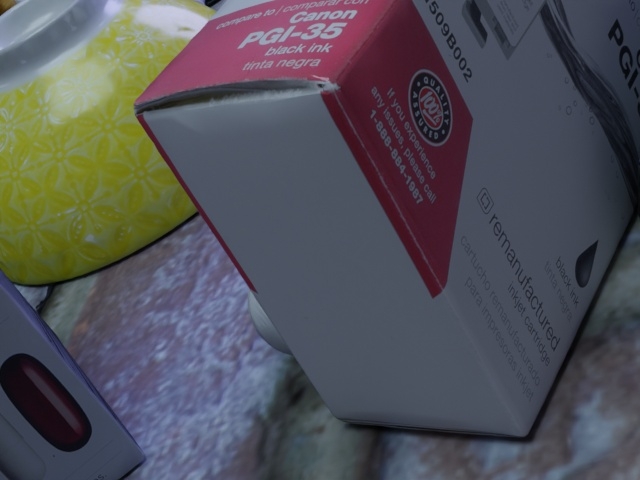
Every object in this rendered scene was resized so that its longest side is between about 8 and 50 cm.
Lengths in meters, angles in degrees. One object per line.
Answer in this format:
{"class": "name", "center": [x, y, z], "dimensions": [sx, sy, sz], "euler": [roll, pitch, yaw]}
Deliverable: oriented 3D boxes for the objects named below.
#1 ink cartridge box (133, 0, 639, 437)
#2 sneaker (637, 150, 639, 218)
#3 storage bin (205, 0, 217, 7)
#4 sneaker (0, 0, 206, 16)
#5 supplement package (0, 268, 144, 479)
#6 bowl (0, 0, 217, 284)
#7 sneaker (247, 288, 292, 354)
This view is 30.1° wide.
{"class": "ink cartridge box", "center": [0.069, -0.077, 0.590], "dimensions": [0.117, 0.207, 0.283], "euler": [-2, 41, 40]}
{"class": "sneaker", "center": [0.225, -0.089, 0.589], "dimensions": [0.081, 0.080, 0.211], "euler": [28, 76, 25]}
{"class": "storage bin", "center": [-0.168, -0.292, 1.229], "dimensions": [0.180, 0.122, 0.084], "euler": [-36, 29, -7]}
{"class": "sneaker", "center": [-0.254, -0.240, 1.120], "dimensions": [0.296, 0.112, 0.131], "euler": [5, 67, -8]}
{"class": "supplement package", "center": [-0.271, 0.121, 0.681], "dimensions": [0.262, 0.145, 0.204], "euler": [-40, 30, -12]}
{"class": "bowl", "center": [-0.188, -0.117, 0.952], "dimensions": [0.289, 0.156, 0.289], "euler": [-24, 30, 15]}
{"class": "sneaker", "center": [0.000, 0.000, 0.693], "dimensions": [0.094, 0.080, 0.212], "euler": [-25, 21, 37]}
